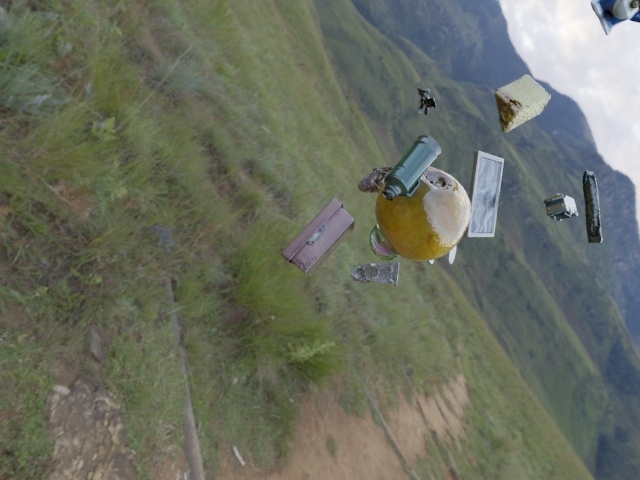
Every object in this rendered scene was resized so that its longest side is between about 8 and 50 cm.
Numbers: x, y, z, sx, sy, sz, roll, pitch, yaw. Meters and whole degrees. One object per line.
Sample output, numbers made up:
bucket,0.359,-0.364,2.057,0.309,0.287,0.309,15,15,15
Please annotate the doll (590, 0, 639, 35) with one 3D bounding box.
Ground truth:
doll,0.992,-0.768,1.303,0.215,0.257,0.161,46,40,-19

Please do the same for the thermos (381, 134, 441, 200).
thermos,0.220,-0.173,1.056,0.073,0.188,0.083,34,-19,20

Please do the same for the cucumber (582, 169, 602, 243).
cucumber,0.890,-0.111,1.380,0.044,0.043,0.257,-46,123,-56

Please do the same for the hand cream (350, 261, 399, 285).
hand cream,0.186,0.119,1.518,0.050,0.257,0.084,14,79,-31

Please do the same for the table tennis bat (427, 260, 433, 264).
table tennis bat,0.486,0.034,1.882,0.100,0.019,0.155,37,49,-47

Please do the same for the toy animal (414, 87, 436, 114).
toy animal,0.458,-0.608,1.841,0.062,0.108,0.220,7,31,-17

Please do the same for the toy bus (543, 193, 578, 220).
toy bus,1.084,-0.151,1.895,0.182,0.091,0.103,5,72,-45

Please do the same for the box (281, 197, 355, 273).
box,0.000,0.000,1.206,0.086,0.215,0.215,43,-2,8

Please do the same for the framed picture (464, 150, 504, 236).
framed picture,0.640,-0.172,1.640,0.240,0.020,0.324,2,97,-45

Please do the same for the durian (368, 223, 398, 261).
durian,0.317,0.022,1.983,0.095,0.137,0.221,12,26,-33

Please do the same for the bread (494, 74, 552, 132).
bread,0.642,-0.436,1.364,0.127,0.147,0.152,65,2,31

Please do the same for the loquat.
loquat,0.293,-0.072,1.209,0.275,0.275,0.275,47,21,-25

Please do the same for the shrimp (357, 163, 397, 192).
shrimp,0.309,-0.284,1.917,0.145,0.343,0.116,16,70,-41

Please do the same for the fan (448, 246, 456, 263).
fan,0.559,0.028,1.793,0.113,0.005,0.175,-65,146,-26
